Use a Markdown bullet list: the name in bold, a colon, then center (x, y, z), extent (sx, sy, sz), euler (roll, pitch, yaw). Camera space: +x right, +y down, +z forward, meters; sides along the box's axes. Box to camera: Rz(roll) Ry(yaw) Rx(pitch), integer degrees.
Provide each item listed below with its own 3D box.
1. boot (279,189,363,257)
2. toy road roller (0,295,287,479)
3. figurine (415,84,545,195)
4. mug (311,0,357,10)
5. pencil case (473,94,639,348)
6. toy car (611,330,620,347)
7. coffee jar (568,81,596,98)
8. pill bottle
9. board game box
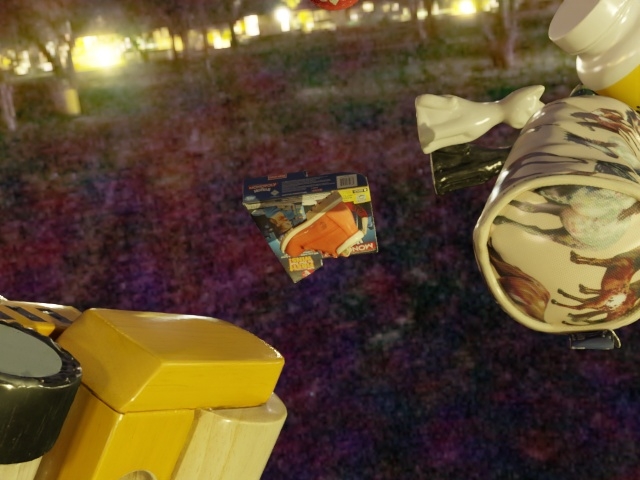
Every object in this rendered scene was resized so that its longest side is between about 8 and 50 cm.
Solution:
- **boot**: center (0.000, 0.000, 1.261), extent (0.059, 0.084, 0.158), euler (-39, 0, -39)
- **toy road roller**: center (-0.208, 0.124, 0.606), extent (0.240, 0.202, 0.329), euler (29, 9, 36)
- **figurine**: center (0.276, -0.172, 1.436), extent (0.209, 0.092, 0.215), euler (-8, -31, 14)
- **mug**: center (0.005, -0.447, 1.418), extent (0.113, 0.150, 0.169), euler (38, -4, 11)
- **pencil case**: center (0.273, -0.042, 0.907), extent (0.183, 0.160, 0.410), euler (23, 24, 9)
- **toy car**: center (0.492, 0.081, 1.483), extent (0.149, 0.188, 0.155), euler (-8, 24, 4)
- **coffee jar**: center (0.522, -0.238, 1.734), extent (0.096, 0.079, 0.184), euler (31, 52, 7)
- **pill bottle**: center (0.530, -0.275, 1.374), extent (0.334, 0.188, 0.188), euler (34, 7, -14)
- **board game box**: center (-0.011, -0.022, 1.403), extent (0.194, 0.194, 0.060), euler (-7, 46, 4)
